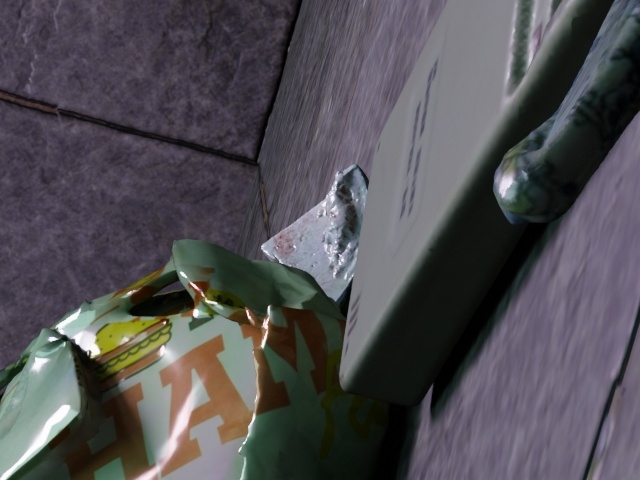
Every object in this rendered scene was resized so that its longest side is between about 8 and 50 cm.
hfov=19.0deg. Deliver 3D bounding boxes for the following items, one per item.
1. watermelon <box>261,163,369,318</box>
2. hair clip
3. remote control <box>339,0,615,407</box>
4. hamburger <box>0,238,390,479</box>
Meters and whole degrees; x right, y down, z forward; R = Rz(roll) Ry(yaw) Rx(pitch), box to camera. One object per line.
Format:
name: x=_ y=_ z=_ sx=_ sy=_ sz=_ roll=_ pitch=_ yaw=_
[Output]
watermelon: x=0.000 y=0.000 z=0.994 sx=0.085 sy=0.061 sz=0.085 roll=-175 pitch=90 yaw=-87
hair clip: x=0.086 y=-0.098 z=0.450 sx=0.066 sy=0.036 sz=0.229 roll=126 pitch=165 yaw=-64
remote control: x=0.063 y=-0.052 z=0.619 sx=0.285 sy=0.038 sz=0.123 roll=116 pitch=167 yaw=-57
hamburger: x=-0.076 y=0.106 z=0.825 sx=0.235 sy=0.125 sz=0.214 roll=-9 pitch=55 yaw=41
